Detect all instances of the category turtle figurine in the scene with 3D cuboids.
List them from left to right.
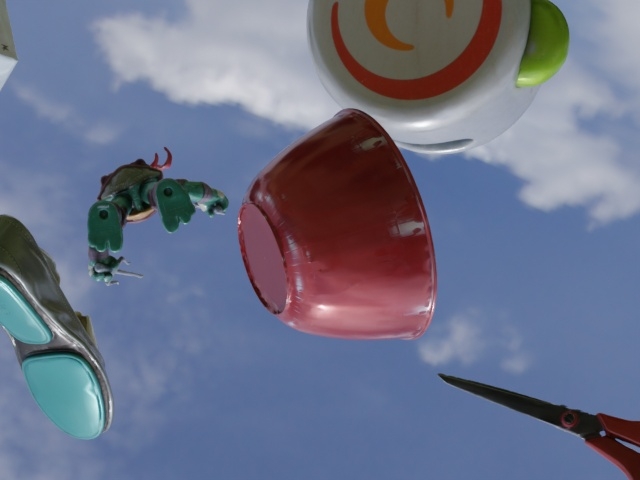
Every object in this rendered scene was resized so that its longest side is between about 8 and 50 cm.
[{"bbox_3d":[-0.200,-0.030,1.867,0.118,0.175,0.234,53,178,-3],"label":"turtle figurine"}]

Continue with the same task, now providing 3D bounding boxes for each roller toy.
[{"bbox_3d":[0.093,-0.176,1.419,0.209,0.191,0.146,55,-171,16],"label":"roller toy"}]

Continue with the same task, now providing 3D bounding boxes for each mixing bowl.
[{"bbox_3d":[0.000,0.000,1.240,0.098,0.181,0.181,-16,-137,-21],"label":"mixing bowl"}]

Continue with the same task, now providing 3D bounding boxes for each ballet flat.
[{"bbox_3d":[-0.203,0.064,1.274,0.072,0.213,0.068,-3,-134,22],"label":"ballet flat"}]

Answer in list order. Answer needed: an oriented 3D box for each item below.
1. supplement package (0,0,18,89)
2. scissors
[{"bbox_3d":[-0.434,-0.170,1.641,0.194,0.203,0.149,21,-151,-31],"label":"supplement package"},{"bbox_3d":[0.260,0.170,1.600,0.297,0.109,0.021,33,170,21],"label":"scissors"}]
